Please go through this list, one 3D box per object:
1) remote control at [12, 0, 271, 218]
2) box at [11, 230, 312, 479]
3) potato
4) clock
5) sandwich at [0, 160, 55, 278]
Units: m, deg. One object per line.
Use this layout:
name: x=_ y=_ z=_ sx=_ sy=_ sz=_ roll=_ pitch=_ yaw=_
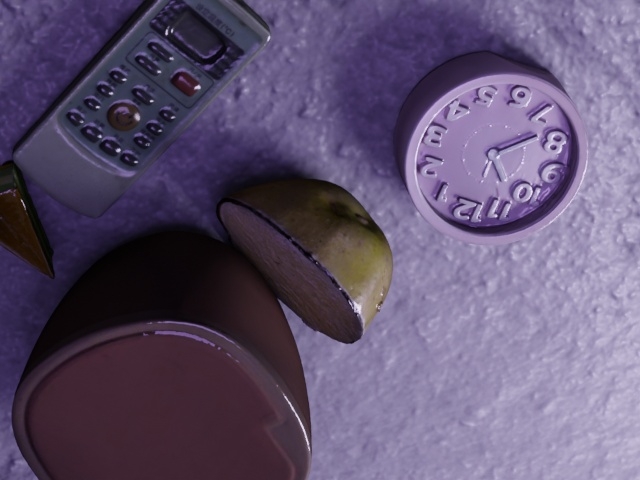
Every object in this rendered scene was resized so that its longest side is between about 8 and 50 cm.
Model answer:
remote control: x=-0.184 y=-0.147 z=1.707 sx=0.285 sy=0.038 sz=0.123 roll=-44 pitch=114 yaw=14
box: x=-0.150 y=0.147 z=1.740 sx=0.301 sy=0.216 sz=0.301 roll=2 pitch=121 yaw=3
potato: x=0.000 y=0.000 z=1.759 sx=0.202 sy=0.182 sz=0.117 roll=42 pitch=73 yaw=6
clock: x=0.179 y=-0.095 z=1.766 sx=0.197 sy=0.068 sz=0.197 roll=-3 pitch=117 yaw=-7
sandwich: x=-0.328 y=-0.011 z=1.734 sx=0.074 sy=0.074 sz=0.116 roll=-18 pitch=118 yaw=-1
